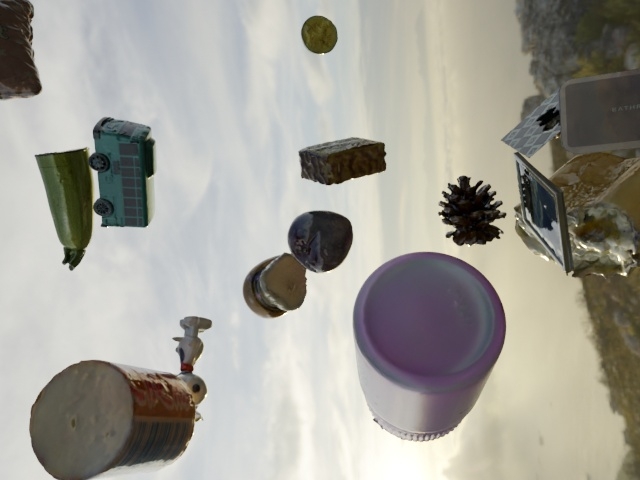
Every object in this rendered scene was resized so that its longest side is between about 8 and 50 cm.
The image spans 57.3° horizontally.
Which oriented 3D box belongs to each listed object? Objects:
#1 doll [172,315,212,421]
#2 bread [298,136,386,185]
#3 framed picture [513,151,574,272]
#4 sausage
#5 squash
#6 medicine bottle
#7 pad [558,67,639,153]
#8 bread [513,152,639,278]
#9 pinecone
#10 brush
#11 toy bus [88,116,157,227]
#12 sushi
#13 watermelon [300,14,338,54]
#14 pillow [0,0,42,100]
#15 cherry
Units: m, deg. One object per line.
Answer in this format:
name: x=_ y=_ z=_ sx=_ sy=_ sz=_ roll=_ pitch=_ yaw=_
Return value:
doll: x=-0.356 y=0.355 z=1.566 sx=0.143 sy=0.208 sz=0.272 roll=20 pitch=-140 yaw=-29
bread: x=0.059 y=-0.225 z=1.627 sx=0.181 sy=0.222 sz=0.096 roll=29 pitch=130 yaw=56
framed picture: x=0.487 y=-0.071 z=1.286 sx=0.260 sy=0.023 sz=0.189 roll=-95 pitch=-12 yaw=-62
sausage: x=-0.421 y=0.378 z=1.234 sx=0.287 sy=0.232 sz=0.233 roll=48 pitch=-142 yaw=-68
squash: x=-0.454 y=-0.054 z=1.054 sx=0.094 sy=0.094 sz=0.225 roll=-48 pitch=-42 yaw=-75
medicine bottle: x=0.136 y=0.156 z=0.785 sx=0.291 sy=0.178 sz=0.178 roll=78 pitch=-169 yaw=-60
pad: x=0.576 y=-0.243 z=1.061 sx=0.002 sy=0.266 sz=0.176 roll=47 pitch=-135 yaw=-54
bread: x=0.759 y=-0.076 z=1.517 sx=0.361 sy=0.394 sz=0.250 roll=10 pitch=132 yaw=60
pinecone: x=0.401 y=-0.077 z=1.548 sx=0.179 sy=0.150 sz=0.195 roll=-19 pitch=-100 yaw=-38
brush: x=-0.108 y=0.112 z=1.783 sx=0.174 sy=0.166 sz=0.267 roll=47 pitch=-130 yaw=-8
toy bus: x=-0.302 y=-0.105 z=0.911 sx=0.079 sy=0.091 sz=0.160 roll=-97 pitch=11 yaw=-62
sushi: x=0.715 y=-0.358 z=1.820 sx=0.050 sy=0.264 sz=0.290 roll=42 pitch=-163 yaw=-15
watermelon: x=-0.009 y=-0.562 z=1.615 sx=0.062 sy=0.105 sz=0.106 roll=-166 pitch=69 yaw=-70
pillow: x=-0.528 y=-0.280 z=0.845 sx=0.084 sy=0.223 sz=0.236 roll=108 pitch=146 yaw=-55
cherry: x=-0.001 y=-0.003 z=1.508 sx=0.140 sy=0.176 sz=0.176 roll=117 pitch=164 yaw=-46
